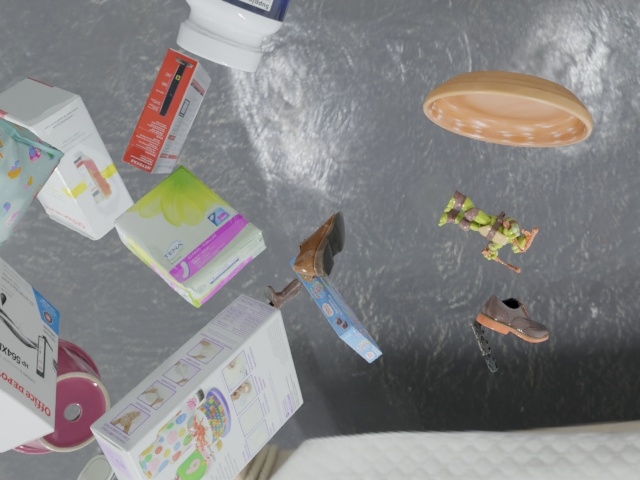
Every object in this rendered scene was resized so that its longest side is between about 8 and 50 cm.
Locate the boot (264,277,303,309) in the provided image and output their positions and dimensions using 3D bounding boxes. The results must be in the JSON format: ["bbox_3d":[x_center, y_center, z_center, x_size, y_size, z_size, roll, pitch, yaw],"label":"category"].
[{"bbox_3d":[-0.098,0.133,1.920,0.037,0.114,0.106,39,152,32],"label":"boot"}]

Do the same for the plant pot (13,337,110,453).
[{"bbox_3d":[-0.451,0.270,1.172,0.180,0.201,0.201,1,127,51],"label":"plant pot"}]

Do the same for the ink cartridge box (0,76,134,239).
[{"bbox_3d":[-0.709,-0.222,1.905,0.279,0.160,0.385,22,143,36],"label":"ink cartridge box"}]

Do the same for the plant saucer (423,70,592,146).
[{"bbox_3d":[0.226,-0.159,0.839,0.200,0.200,0.037,12,84,6],"label":"plant saucer"}]

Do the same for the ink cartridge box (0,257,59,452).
[{"bbox_3d":[-0.419,0.148,0.908,0.086,0.203,0.148,-22,138,3],"label":"ink cartridge box"}]

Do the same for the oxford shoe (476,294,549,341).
[{"bbox_3d":[0.575,0.225,2.004,0.271,0.097,0.098,17,99,-34],"label":"oxford shoe"}]

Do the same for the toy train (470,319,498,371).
[{"bbox_3d":[0.478,0.307,2.026,0.027,0.036,0.158,-19,80,-6],"label":"toy train"}]

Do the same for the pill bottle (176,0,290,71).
[{"bbox_3d":[-0.107,-0.386,0.987,0.153,0.153,0.265,23,109,-1],"label":"pill bottle"}]

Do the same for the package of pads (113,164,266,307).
[{"bbox_3d":[-0.310,-0.010,1.620,0.296,0.229,0.101,39,160,26],"label":"package of pads"}]

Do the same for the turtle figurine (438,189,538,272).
[{"bbox_3d":[0.383,-0.032,1.551,0.217,0.087,0.269,29,168,9],"label":"turtle figurine"}]

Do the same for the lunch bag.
[{"bbox_3d":[-0.589,-0.108,1.247,0.160,0.262,0.223,28,87,4],"label":"lunch bag"}]

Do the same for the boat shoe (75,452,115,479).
[{"bbox_3d":[-0.586,0.626,1.699,0.095,0.079,0.254,34,86,15],"label":"boat shoe"}]

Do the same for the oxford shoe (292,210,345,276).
[{"bbox_3d":[0.000,0.000,1.361,0.076,0.212,0.076,-2,115,21],"label":"oxford shoe"}]

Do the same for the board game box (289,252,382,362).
[{"bbox_3d":[0.031,0.136,1.406,0.039,0.211,0.160,-39,143,3],"label":"board game box"}]

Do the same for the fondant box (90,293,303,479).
[{"bbox_3d":[-0.180,0.280,1.127,0.096,0.330,0.238,18,135,33],"label":"fondant box"}]

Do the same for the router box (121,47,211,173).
[{"bbox_3d":[-0.400,-0.330,1.847,0.082,0.335,0.301,24,93,-6],"label":"router box"}]
